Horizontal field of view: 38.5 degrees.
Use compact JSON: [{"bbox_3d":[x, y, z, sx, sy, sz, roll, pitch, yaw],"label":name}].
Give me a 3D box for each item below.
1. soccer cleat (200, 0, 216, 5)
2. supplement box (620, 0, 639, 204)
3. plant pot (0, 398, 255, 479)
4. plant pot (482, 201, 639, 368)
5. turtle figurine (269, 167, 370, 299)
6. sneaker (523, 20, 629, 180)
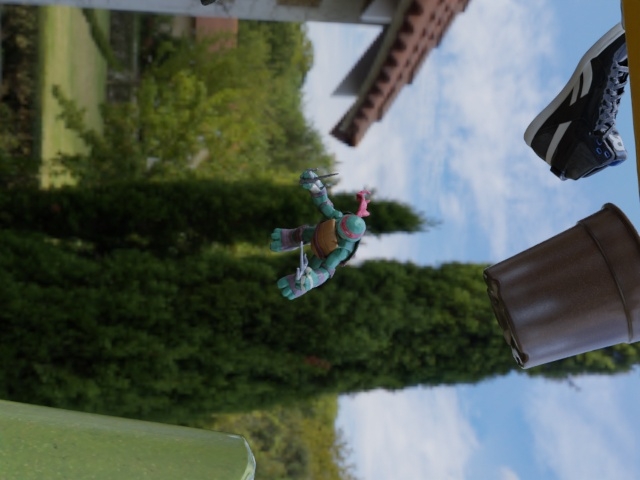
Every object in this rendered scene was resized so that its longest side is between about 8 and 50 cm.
[{"bbox_3d":[-0.081,-0.353,0.926,0.289,0.093,0.121,-27,-116,47],"label":"soccer cleat"},{"bbox_3d":[0.323,-0.045,0.341,0.356,0.195,0.194,-9,-100,51],"label":"supplement box"},{"bbox_3d":[-0.173,0.214,0.582,0.276,0.254,0.276,-176,-90,-77],"label":"plant pot"},{"bbox_3d":[0.286,0.064,1.057,0.167,0.165,0.167,-22,90,-87],"label":"plant pot"},{"bbox_3d":[0.000,0.000,1.363,0.234,0.118,0.175,141,-41,-58],"label":"turtle figurine"},{"bbox_3d":[0.366,-0.165,1.165,0.121,0.079,0.217,54,-49,24],"label":"sneaker"}]
